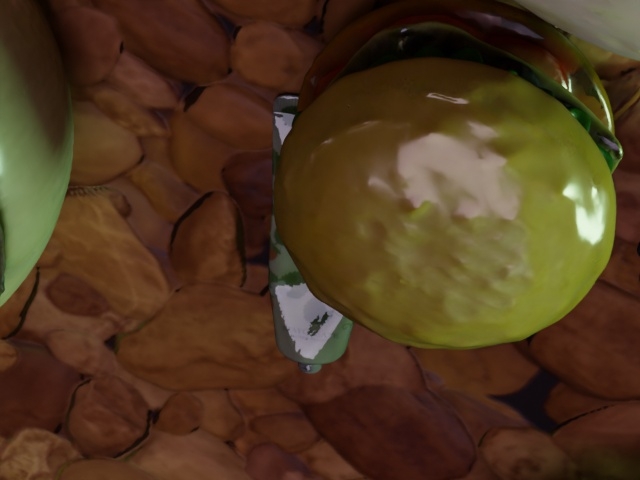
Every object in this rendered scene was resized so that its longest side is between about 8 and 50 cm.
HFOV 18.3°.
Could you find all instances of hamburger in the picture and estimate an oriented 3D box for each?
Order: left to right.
[{"bbox_3d":[0.057,-0.029,0.887,0.162,0.115,0.162,6,128,7],"label":"hamburger"}]

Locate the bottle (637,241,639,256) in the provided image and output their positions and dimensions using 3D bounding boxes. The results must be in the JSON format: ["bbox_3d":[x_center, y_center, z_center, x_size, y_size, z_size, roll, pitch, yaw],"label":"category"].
[{"bbox_3d":[0.233,0.077,0.970,0.082,0.072,0.244,9,142,48],"label":"bottle"}]

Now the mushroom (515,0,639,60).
[{"bbox_3d":[0.146,-0.167,0.698,0.246,0.202,0.246,22,177,1],"label":"mushroom"}]

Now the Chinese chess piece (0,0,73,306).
[{"bbox_3d":[-0.252,-0.057,0.943,0.270,0.112,0.270,8,133,8],"label":"Chinese chess piece"}]

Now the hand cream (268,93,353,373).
[{"bbox_3d":[0.000,0.000,0.993,0.057,0.037,0.165,9,127,6],"label":"hand cream"}]
